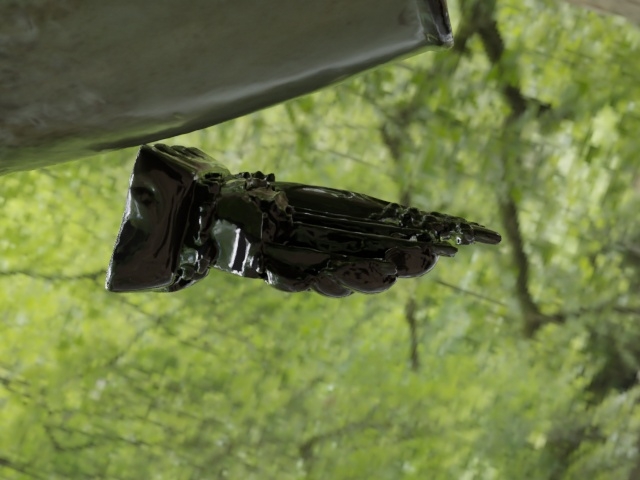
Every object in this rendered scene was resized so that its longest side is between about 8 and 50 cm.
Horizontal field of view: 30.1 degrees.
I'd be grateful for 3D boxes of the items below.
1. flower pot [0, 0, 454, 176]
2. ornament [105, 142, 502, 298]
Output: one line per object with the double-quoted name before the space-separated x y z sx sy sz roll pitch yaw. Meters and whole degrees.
"flower pot" -0.125 -0.178 0.643 0.293 0.330 0.293 -23 -90 -83
"ornament" 0.000 0.000 0.860 0.251 0.261 0.106 -42 -39 -82
